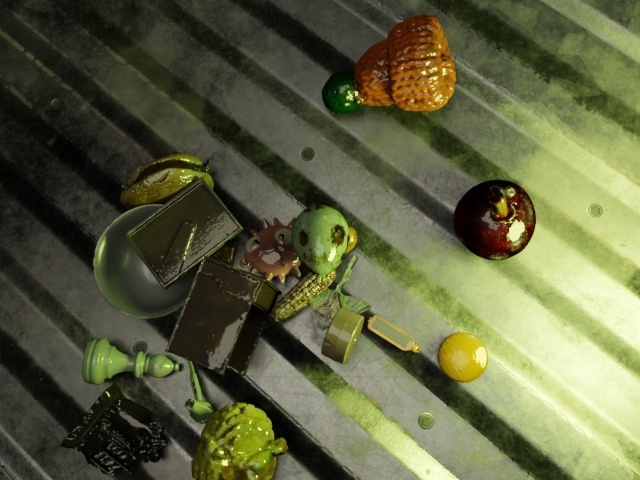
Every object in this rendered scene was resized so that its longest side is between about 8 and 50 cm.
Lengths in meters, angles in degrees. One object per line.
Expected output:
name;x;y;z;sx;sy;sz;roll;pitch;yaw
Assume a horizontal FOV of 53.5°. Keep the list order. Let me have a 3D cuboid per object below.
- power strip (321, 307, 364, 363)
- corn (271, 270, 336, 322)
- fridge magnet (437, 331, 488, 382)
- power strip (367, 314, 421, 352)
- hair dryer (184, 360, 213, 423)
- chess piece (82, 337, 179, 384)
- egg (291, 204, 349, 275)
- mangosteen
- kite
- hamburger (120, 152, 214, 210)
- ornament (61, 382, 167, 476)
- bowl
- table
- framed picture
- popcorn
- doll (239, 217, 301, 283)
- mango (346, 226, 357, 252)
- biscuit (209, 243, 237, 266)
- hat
power strip;0.066;0.274;1.830;0.078;0.154;0.154;22;81;13
corn;-0.051;0.155;1.896;0.237;0.079;0.079;-41;76;-3
fridge magnet;0.408;0.335;1.819;0.143;0.063;0.143;-1;76;6
power strip;0.218;0.280;1.871;0.178;0.028;0.049;31;83;12
hair dryer;-0.366;0.432;1.835;0.067;0.167;0.199;-18;76;-3
chess piece;-0.562;0.370;1.907;0.271;0.139;0.139;5;78;-4
egg;0.000;0.000;1.828;0.169;0.169;0.231;-4;49;6
mangosteen;0.500;-0.068;1.795;0.235;0.261;0.236;-2;75;7
kite;0.050;0.156;1.928;0.229;0.012;0.250;23;80;10
hamburger;-0.481;-0.168;1.961;0.308;0.211;0.132;-22;71;3
ornament;-0.592;0.585;1.871;0.260;0.106;0.251;41;92;4
bowl;-0.494;0.072;1.930;0.345;0.157;0.346;-1;78;3
table;-0.271;0.227;1.828;0.196;0.250;0.282;20;80;10
framed picture;-0.402;-0.025;1.861;0.289;0.016;0.213;-39;78;-7
popcorn;-0.232;0.588;1.762;0.270;0.224;0.258;-25;93;-8
doll;-0.121;0.027;1.931;0.262;0.093;0.211;-14;71;-8
mango;0.061;0.004;1.936;0.114;0.057;0.079;-36;83;1
biscuit;-0.309;0.045;1.989;0.083;0.018;0.081;13;80;10
hat;0.212;-0.510;1.977;0.400;0.285;0.285;-10;75;32
